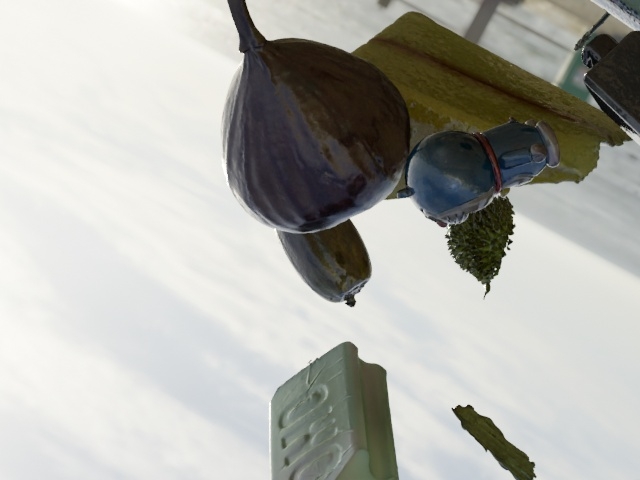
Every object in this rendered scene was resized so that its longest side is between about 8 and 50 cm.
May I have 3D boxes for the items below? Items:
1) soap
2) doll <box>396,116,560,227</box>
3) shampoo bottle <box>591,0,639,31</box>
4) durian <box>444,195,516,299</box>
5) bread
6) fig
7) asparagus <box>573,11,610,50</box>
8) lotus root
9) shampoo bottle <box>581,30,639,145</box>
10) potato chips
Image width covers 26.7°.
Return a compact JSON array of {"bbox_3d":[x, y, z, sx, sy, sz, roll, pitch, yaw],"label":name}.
[{"bbox_3d":[0.014,0.296,1.888,0.095,0.173,0.289,40,-154,-28],"label":"soap"},{"bbox_3d":[0.140,-0.066,1.235,0.114,0.152,0.085,-158,48,-78],"label":"doll"},{"bbox_3d":[0.378,-0.342,1.762,0.359,0.078,0.134,40,177,24],"label":"shampoo bottle"},{"bbox_3d":[0.259,-0.009,2.232,0.096,0.137,0.220,11,-155,-11],"label":"durian"},{"bbox_3d":[0.191,-0.112,1.749,0.362,0.244,0.233,27,-145,15],"label":"bread"},{"bbox_3d":[-0.041,-0.165,1.459,0.217,0.217,0.320,35,162,53],"label":"fig"},{"bbox_3d":[0.450,-0.354,2.102,0.016,0.166,0.013,46,-147,4],"label":"asparagus"},{"bbox_3d":[0.000,0.000,2.307,0.123,0.124,0.241,0,-129,-56],"label":"lotus root"},{"bbox_3d":[0.351,-0.123,1.350,0.246,0.079,0.080,51,-173,34],"label":"shampoo bottle"},{"bbox_3d":[0.320,0.363,2.418,0.207,0.028,0.092,41,-151,27],"label":"potato chips"}]
